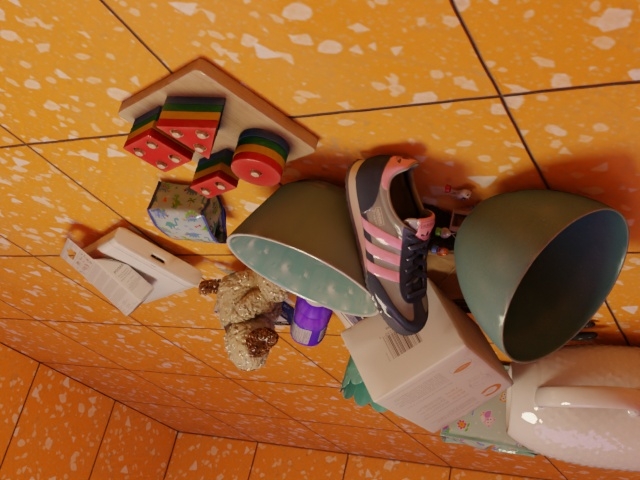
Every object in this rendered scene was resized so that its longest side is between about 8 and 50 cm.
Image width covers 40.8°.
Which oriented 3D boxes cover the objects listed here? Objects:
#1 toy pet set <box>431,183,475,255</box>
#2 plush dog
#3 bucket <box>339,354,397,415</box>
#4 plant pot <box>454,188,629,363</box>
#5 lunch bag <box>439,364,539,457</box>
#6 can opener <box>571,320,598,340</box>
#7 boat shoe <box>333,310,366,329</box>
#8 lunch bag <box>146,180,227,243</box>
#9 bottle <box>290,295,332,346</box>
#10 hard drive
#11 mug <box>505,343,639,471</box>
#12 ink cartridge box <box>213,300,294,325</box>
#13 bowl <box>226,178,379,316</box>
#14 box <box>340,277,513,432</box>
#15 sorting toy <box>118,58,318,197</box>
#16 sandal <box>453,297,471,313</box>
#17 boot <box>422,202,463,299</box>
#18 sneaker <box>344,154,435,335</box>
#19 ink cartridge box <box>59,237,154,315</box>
[{"bbox_3d":[0.251,-0.026,1.498,0.065,0.122,0.114,11,177,26],"label":"toy pet set"},{"bbox_3d":[-0.174,0.195,2.028,0.210,0.226,0.262,-3,159,-14],"label":"plush dog"},{"bbox_3d":[0.196,0.334,2.237,0.281,0.183,0.281,12,157,5],"label":"bucket"},{"bbox_3d":[0.338,0.029,1.430,0.195,0.290,0.290,41,177,40],"label":"plant pot"},{"bbox_3d":[0.463,0.443,2.278,0.262,0.224,0.160,6,161,13],"label":"lunch bag"},{"bbox_3d":[0.533,0.204,1.935,0.186,0.073,0.059,-16,103,44],"label":"can opener"},{"bbox_3d":[0.132,0.147,1.876,0.158,0.127,0.340,-17,128,45],"label":"boat shoe"},{"bbox_3d":[-0.266,-0.046,1.767,0.128,0.096,0.151,7,146,15],"label":"lunch bag"},{"bbox_3d":[-0.017,0.166,2.066,0.092,0.118,0.283,15,157,0],"label":"bottle"},{"bbox_3d":[-0.469,0.071,2.156,0.233,0.047,0.353,32,155,-23],"label":"hard drive"},{"bbox_3d":[0.582,0.355,1.885,0.327,0.276,0.374,3,167,9],"label":"mug"},{"bbox_3d":[-0.175,0.189,2.296,0.207,0.046,0.097,-3,150,35],"label":"ink cartridge box"},{"bbox_3d":[0.000,0.000,1.593,0.311,0.163,0.311,24,164,8],"label":"bowl"},{"bbox_3d":[0.229,0.248,1.786,0.215,0.168,0.345,-34,147,11],"label":"box"},{"bbox_3d":[-0.185,-0.167,1.462,0.257,0.089,0.255,31,151,-33],"label":"sorting toy"},{"bbox_3d":[0.350,0.133,1.873,0.180,0.049,0.072,7,147,20],"label":"sandal"},{"bbox_3d":[0.216,0.034,1.683,0.236,0.089,0.269,16,158,-2],"label":"boot"},{"bbox_3d":[0.140,0.011,1.446,0.131,0.112,0.319,-8,104,45],"label":"sneaker"},{"bbox_3d":[-0.530,0.079,2.131,0.232,0.066,0.189,47,153,-5],"label":"ink cartridge box"}]
